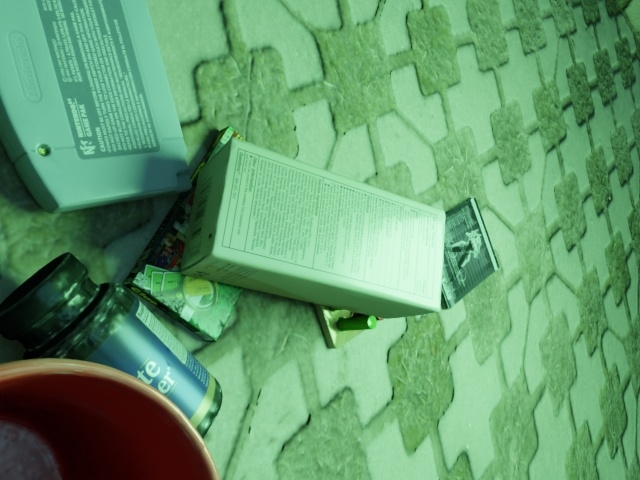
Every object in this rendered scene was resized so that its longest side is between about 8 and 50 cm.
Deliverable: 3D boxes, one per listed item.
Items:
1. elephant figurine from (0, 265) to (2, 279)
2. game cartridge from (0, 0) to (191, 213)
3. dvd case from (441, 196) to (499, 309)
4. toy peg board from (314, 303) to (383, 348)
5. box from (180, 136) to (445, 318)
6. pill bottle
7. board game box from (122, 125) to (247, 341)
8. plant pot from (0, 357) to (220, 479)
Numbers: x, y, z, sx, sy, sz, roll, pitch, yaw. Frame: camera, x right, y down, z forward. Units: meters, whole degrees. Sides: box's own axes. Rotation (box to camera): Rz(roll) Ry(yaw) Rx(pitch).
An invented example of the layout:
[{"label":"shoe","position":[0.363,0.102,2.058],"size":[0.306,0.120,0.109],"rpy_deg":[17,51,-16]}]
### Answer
[{"label":"elephant figurine","position":[-0.364,-0.081,0.452],"size":[0.186,0.169,0.239],"rpy_deg":[10,89,-12]},{"label":"game cartridge","position":[-0.268,-0.183,0.622],"size":[0.196,0.060,0.294],"rpy_deg":[-15,91,-48]},{"label":"dvd case","position":[0.282,0.020,1.120],"size":[0.221,0.018,0.165],"rpy_deg":[-27,98,-43]},{"label":"toy peg board","position":[0.067,0.062,0.867],"size":[0.160,0.079,0.161],"rpy_deg":[-23,98,-43]},{"label":"box","position":[0.000,0.000,0.702],"size":[0.311,0.121,0.148],"rpy_deg":[17,69,-26]},{"label":"pill bottle","position":[-0.211,0.122,0.560],"size":[0.219,0.123,0.123],"rpy_deg":[52,51,-22]},{"label":"board game box","position":[-0.133,-0.014,0.730],"size":[0.136,0.030,0.260],"rpy_deg":[43,55,-31]},{"label":"plant pot","position":[-0.247,0.226,0.419],"size":[0.275,0.243,0.275],"rpy_deg":[10,74,-41]}]
